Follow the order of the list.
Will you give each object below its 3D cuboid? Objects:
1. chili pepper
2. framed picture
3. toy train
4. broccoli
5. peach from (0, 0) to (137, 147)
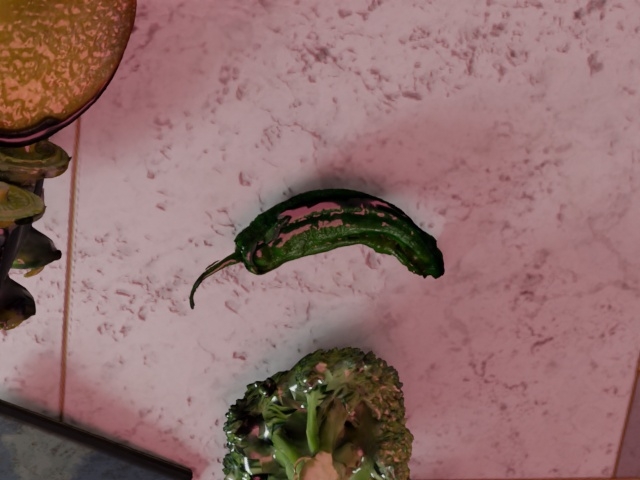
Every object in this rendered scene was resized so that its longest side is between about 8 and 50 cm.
[{"bbox_3d":[0.000,-0.001,1.717,0.279,0.065,0.122,-3,114,-15],"label":"chili pepper"},{"bbox_3d":[-0.337,0.342,1.840,0.265,0.016,0.347,27,109,-29],"label":"framed picture"},{"bbox_3d":[-0.332,-0.019,1.536,0.178,0.261,0.134,9,115,-1],"label":"toy train"},{"bbox_3d":[-0.010,0.227,1.771,0.226,0.176,0.198,-39,92,-20],"label":"broccoli"},{"bbox_3d":[-0.264,-0.223,1.541,0.189,0.068,0.279,30,88,-16],"label":"peach"}]
